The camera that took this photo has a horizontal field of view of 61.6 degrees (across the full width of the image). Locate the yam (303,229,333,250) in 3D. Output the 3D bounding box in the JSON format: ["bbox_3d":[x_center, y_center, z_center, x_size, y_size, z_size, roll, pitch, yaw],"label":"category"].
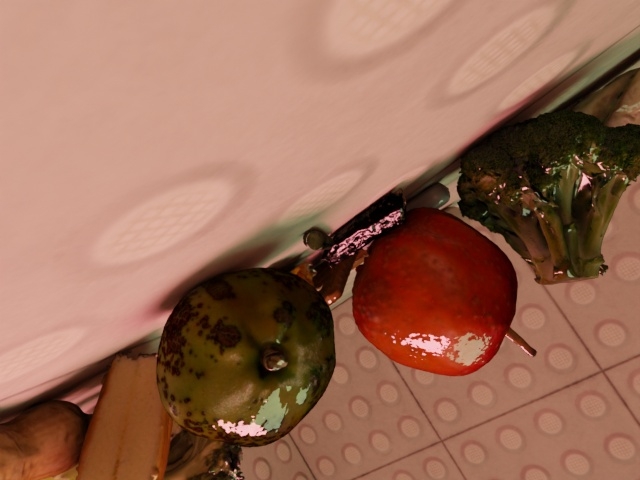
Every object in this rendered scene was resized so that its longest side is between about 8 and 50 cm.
[{"bbox_3d":[0.000,0.000,0.791,0.027,0.033,0.129,-60,173,3],"label":"yam"}]

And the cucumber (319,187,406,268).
[{"bbox_3d":[0.068,-0.017,0.850,0.181,0.053,0.053,-35,170,25],"label":"cucumber"}]

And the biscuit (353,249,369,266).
[{"bbox_3d":[0.065,0.058,1.292,0.228,0.031,0.176,-32,172,-10],"label":"biscuit"}]

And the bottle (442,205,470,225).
[{"bbox_3d":[0.314,-0.007,1.538,0.245,0.104,0.104,-27,170,-27],"label":"bottle"}]

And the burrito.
[{"bbox_3d":[0.588,-0.264,1.028,0.332,0.135,0.190,-41,161,26],"label":"burrito"}]

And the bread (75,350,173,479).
[{"bbox_3d":[-0.280,0.303,0.794,0.110,0.246,0.239,10,152,-12],"label":"bread"}]

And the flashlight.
[{"bbox_3d":[0.164,-0.041,1.038,0.200,0.048,0.093,-34,168,18],"label":"flashlight"}]

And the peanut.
[{"bbox_3d":[-0.390,0.271,0.698,0.117,0.101,0.263,-59,165,4],"label":"peanut"}]

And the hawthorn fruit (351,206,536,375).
[{"bbox_3d":[0.217,0.104,0.913,0.287,0.330,0.287,-57,169,-17],"label":"hawthorn fruit"}]

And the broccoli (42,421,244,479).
[{"bbox_3d":[-0.330,0.466,0.945,0.396,0.353,0.275,-15,152,-28],"label":"broccoli"}]

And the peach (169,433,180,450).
[{"bbox_3d":[-0.379,0.423,1.161,0.231,0.231,0.231,-31,171,-6],"label":"peach"}]

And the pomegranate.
[{"bbox_3d":[-0.104,0.123,0.695,0.221,0.276,0.204,-7,121,-23],"label":"pomegranate"}]

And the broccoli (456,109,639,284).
[{"bbox_3d":[0.383,-0.071,0.880,0.303,0.284,0.321,-8,167,3],"label":"broccoli"}]

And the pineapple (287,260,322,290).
[{"bbox_3d":[-0.049,0.132,0.921,0.139,0.164,0.250,-35,170,-38],"label":"pineapple"}]

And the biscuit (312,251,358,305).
[{"bbox_3d":[-0.024,0.104,1.052,0.254,0.029,0.172,-40,-164,38],"label":"biscuit"}]
